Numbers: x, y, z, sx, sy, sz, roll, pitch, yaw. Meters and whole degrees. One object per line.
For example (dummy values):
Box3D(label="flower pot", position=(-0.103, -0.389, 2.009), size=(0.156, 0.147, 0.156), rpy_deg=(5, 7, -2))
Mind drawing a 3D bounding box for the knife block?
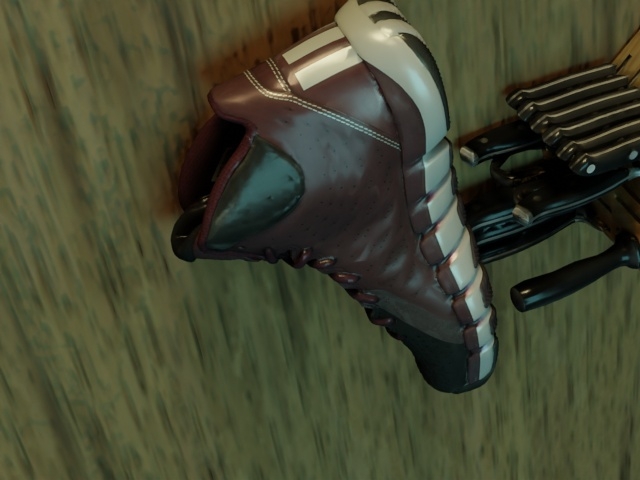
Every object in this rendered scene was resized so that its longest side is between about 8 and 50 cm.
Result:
Box3D(label="knife block", position=(0.221, -0.039, 1.062), size=(0.276, 0.088, 0.242), rpy_deg=(20, 116, -45))

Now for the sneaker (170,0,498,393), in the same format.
Box3D(label="sneaker", position=(0.000, 0.000, 0.945), size=(0.163, 0.106, 0.281), rpy_deg=(-23, 128, -8))
